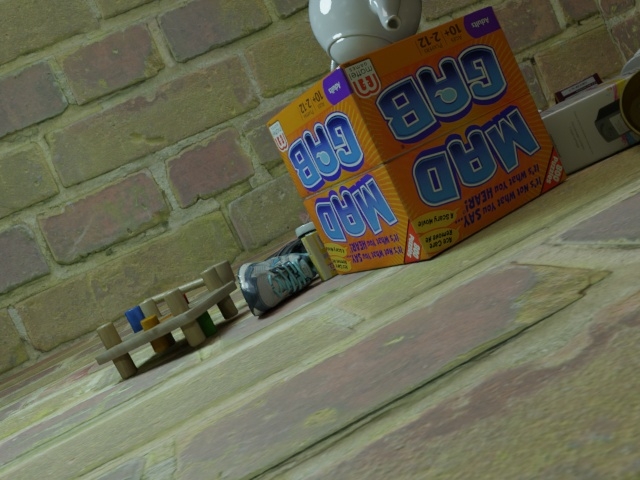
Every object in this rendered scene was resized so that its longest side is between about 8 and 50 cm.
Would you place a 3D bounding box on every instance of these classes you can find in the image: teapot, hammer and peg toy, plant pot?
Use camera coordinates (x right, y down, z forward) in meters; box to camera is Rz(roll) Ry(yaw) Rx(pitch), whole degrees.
[{"bbox_3d":[0.088,-0.434,1.457,0.252,0.187,0.256,-2,-12,26],"label":"teapot"},{"bbox_3d":[-0.320,0.170,1.591,0.266,0.127,0.361,-26,4,17],"label":"hammer and peg toy"},{"bbox_3d":[0.598,-0.239,1.261,0.134,0.134,0.095,-25,-7,11],"label":"plant pot"}]

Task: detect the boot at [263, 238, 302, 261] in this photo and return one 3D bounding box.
[{"bbox_3d":[0.000,0.000,1.834,0.338,0.118,0.223,-26,3,-27],"label":"boot"}]

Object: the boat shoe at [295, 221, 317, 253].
[{"bbox_3d":[0.096,-0.023,1.663,0.303,0.091,0.114,-17,-8,2],"label":"boat shoe"}]

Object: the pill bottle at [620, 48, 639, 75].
[{"bbox_3d":[0.823,-0.404,1.639,0.283,0.160,0.160,-29,5,-36],"label":"pill bottle"}]

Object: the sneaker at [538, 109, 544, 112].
[{"bbox_3d":[0.506,-0.246,1.697,0.108,0.100,0.271,-7,18,10],"label":"sneaker"}]

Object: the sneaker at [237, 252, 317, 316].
[{"bbox_3d":[-0.081,0.073,1.508,0.122,0.110,0.283,-20,6,20],"label":"sneaker"}]

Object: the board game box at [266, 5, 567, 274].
[{"bbox_3d":[0.174,-0.179,1.384,0.356,0.356,0.356,-27,4,-25],"label":"board game box"}]

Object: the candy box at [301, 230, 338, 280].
[{"bbox_3d":[0.066,-0.002,1.552,0.206,0.105,0.027,-27,5,-26],"label":"candy box"}]

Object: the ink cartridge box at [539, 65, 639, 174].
[{"bbox_3d":[0.575,-0.249,1.432,0.306,0.131,0.226,-26,4,10],"label":"ink cartridge box"}]

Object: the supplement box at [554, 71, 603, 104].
[{"bbox_3d":[0.612,-0.297,1.638,0.104,0.080,0.188,-25,-21,13],"label":"supplement box"}]
